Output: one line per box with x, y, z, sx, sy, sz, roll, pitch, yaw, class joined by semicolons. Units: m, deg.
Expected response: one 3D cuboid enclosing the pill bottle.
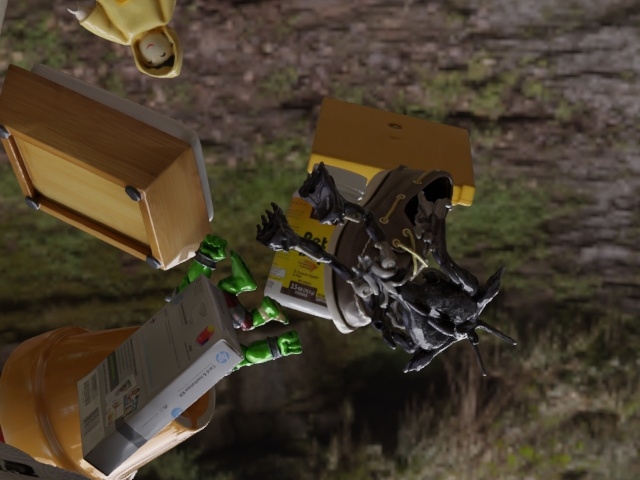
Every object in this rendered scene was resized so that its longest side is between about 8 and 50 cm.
0.000;0.000;1.840;0.117;0.215;0.117;16;177;1;pill bottle

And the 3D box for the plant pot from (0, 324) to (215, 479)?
-0.233;0.184;1.450;0.188;0.205;0.205;-20;-169;24;plant pot

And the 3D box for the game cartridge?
0.127;-0.157;2.210;0.285;0.052;0.323;13;-155;-1;game cartridge

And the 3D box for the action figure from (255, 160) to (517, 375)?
0.079;0.025;1.289;0.276;0.164;0.141;34;-151;-19;action figure

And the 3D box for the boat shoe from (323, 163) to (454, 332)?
0.093;0.002;1.612;0.097;0.116;0.324;-9;-153;26;boat shoe

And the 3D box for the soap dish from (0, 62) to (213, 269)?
-0.291;-0.095;1.678;0.291;0.229;0.118;25;-119;18;soap dish

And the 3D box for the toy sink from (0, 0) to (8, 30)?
-0.506;-0.331;1.709;0.153;0.234;0.131;13;-157;-16;toy sink

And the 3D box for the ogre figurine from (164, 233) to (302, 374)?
-0.125;0.096;1.685;0.118;0.197;0.097;-35;-148;6;ogre figurine

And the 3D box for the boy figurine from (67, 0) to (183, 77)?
-0.306;-0.376;1.957;0.177;0.285;0.092;-23;-161;3;boy figurine

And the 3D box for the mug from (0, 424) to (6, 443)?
-0.461;0.286;1.874;0.169;0.113;0.150;7;175;14;mug

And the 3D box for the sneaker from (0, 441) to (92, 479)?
-0.334;0.313;1.221;0.366;0.210;0.137;15;179;32;sneaker

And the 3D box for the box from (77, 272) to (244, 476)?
-0.169;0.134;1.281;0.186;0.038;0.145;-42;-153;8;box
